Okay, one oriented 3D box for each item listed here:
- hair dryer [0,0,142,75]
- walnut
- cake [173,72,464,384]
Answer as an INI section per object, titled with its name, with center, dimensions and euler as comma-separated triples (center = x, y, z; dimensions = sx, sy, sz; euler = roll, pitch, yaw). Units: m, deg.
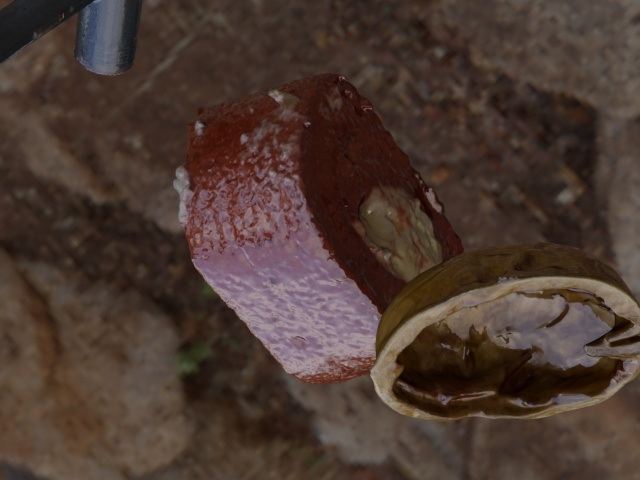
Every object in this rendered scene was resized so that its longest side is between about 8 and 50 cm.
[hair dryer]
center = -0.188, -0.166, 1.191
dimensions = 0.050, 0.195, 0.173
euler = 32, 132, 25
[walnut]
center = 0.133, 0.055, 1.305
dimensions = 0.167, 0.211, 0.087
euler = 100, 163, -49
[cake]
center = 0.000, 0.000, 1.462
dimensions = 0.151, 0.177, 0.283
euler = -12, 128, 32
